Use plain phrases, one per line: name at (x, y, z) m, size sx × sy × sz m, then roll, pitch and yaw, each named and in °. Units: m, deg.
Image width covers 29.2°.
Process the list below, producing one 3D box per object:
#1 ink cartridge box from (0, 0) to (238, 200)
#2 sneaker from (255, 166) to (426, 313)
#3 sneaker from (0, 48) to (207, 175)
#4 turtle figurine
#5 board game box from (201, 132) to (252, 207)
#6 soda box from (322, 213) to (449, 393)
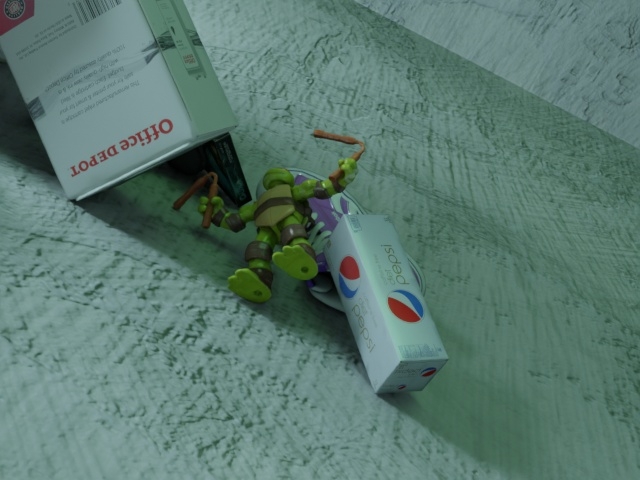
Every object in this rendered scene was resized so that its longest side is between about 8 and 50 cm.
ink cartridge box at (-0.257, -0.217, 1.488) m, size 0.283 × 0.207 × 0.117 m, roll 66°, pitch 26°, yaw -2°
sneaker at (0.001, -0.001, 1.623) m, size 0.282 × 0.102 × 0.161 m, roll 36°, pitch 25°, yaw 21°
sneaker at (-0.301, -0.180, 1.669) m, size 0.330 × 0.146 × 0.122 m, roll 44°, pitch -12°, yaw -22°
turtle figurine at (-0.064, -0.022, 1.533) m, size 0.217 × 0.270 × 0.087 m, roll -88°, pitch 158°, yaw -48°
board game box at (-0.164, -0.143, 1.731) m, size 0.026 × 0.126 × 0.186 m, roll -31°, pitch 45°, yaw -14°
soda box at (0.074, 0.072, 1.467) m, size 0.069 × 0.074 × 0.216 m, roll 1°, pitch 52°, yaw -28°
